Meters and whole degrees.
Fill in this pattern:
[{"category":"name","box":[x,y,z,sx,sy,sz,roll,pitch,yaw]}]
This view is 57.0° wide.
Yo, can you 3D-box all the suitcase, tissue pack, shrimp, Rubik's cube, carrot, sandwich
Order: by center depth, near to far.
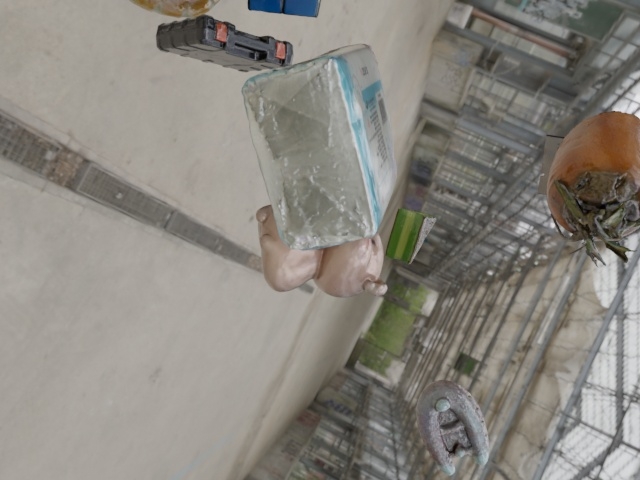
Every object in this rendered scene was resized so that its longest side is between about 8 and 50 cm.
[{"category":"tissue pack","box":[0.015,-0.125,0.715,0.271,0.124,0.201,-56,137,-66]},{"category":"shrimp","box":[-0.209,-0.409,0.846,0.049,0.161,0.166,-116,-145,-67]},{"category":"carrot","box":[0.542,-0.105,1.155,0.214,0.193,0.331,-21,-155,34]},{"category":"Rubik's cube","box":[-0.074,-0.621,1.299,0.183,0.167,0.180,122,-29,-77]},{"category":"sandwich","box":[0.205,-0.009,1.338,0.074,0.074,0.116,3,106,-58]},{"category":"suitcase","box":[-0.229,-0.471,1.435,0.285,0.206,0.066,0,97,-47]}]

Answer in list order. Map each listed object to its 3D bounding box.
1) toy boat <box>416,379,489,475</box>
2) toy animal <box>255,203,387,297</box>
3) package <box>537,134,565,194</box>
[{"category":"toy boat","box":[0.307,0.437,1.376,0.085,0.155,0.227,-44,115,-80]},{"category":"toy animal","box":[-0.006,0.015,1.096,0.229,0.221,0.210,51,19,-40]},{"category":"package","box":[0.636,-0.150,1.355,0.062,0.250,0.204,101,9,-53]}]
